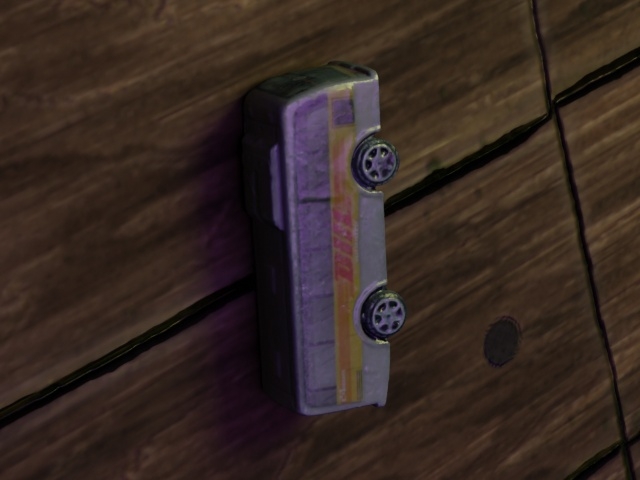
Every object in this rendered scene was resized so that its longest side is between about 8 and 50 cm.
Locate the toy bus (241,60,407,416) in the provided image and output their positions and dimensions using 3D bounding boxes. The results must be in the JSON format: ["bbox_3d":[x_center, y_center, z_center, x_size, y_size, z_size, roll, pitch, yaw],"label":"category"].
[{"bbox_3d":[0.000,0.000,1.000,0.075,0.064,0.190,-11,107,-24],"label":"toy bus"}]
